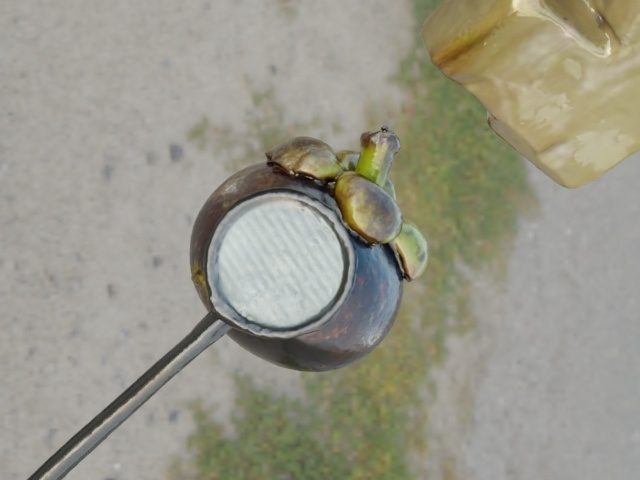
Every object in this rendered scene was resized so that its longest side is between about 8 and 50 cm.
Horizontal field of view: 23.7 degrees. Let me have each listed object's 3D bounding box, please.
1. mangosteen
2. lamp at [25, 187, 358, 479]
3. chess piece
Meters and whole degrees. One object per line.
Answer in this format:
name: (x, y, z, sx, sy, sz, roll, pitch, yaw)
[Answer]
mangosteen: (0.000, 0.000, 1.270, 0.192, 0.217, 0.192, 38, 16, -13)
lamp: (-0.125, 0.122, 0.707, 0.371, 0.130, 0.108, -55, 170, -2)
chess piece: (0.182, -0.136, 0.678, 0.137, 0.301, 0.137, 31, 36, -26)
